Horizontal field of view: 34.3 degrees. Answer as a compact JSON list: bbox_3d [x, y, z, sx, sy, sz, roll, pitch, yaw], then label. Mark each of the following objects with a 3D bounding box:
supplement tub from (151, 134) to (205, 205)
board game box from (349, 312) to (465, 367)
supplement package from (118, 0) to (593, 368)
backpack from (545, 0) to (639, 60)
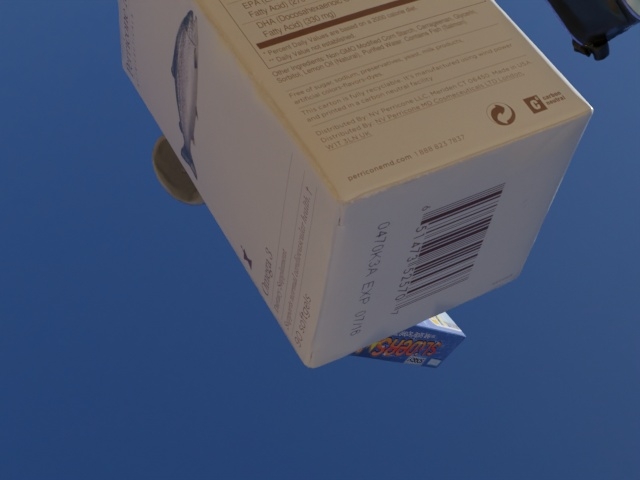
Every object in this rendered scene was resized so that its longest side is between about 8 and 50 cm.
[{"bbox_3d":[-0.070,-0.104,0.956,0.106,0.106,0.198,11,-148,26],"label":"supplement tub"},{"bbox_3d":[0.000,0.000,0.717,0.035,0.136,0.201,-49,-123,16],"label":"board game box"},{"bbox_3d":[0.001,-0.062,0.412,0.105,0.105,0.179,-21,-122,-21],"label":"supplement package"},{"bbox_3d":[0.171,-0.180,0.578,0.114,0.105,0.084,-47,-168,-31],"label":"backpack"}]
